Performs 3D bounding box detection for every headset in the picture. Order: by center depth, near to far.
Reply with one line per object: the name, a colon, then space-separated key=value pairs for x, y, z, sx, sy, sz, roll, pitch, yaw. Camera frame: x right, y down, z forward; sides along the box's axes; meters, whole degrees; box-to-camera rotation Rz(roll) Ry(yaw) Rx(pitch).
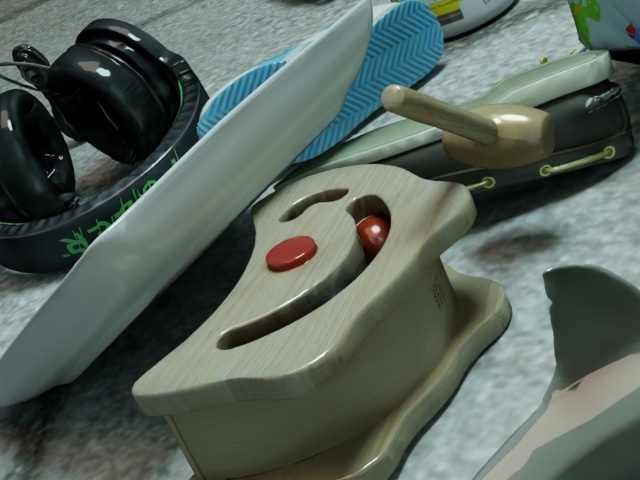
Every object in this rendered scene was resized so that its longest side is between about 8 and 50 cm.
headset: x=-0.230 y=-0.091 z=1.105 sx=0.243 sy=0.185 sz=0.394 roll=-34 pitch=40 yaw=-6

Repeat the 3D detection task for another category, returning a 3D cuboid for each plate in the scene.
plate: x=-0.089 y=-0.010 z=0.749 sx=0.278 sy=0.045 sz=0.277 roll=-48 pitch=3 yaw=-38

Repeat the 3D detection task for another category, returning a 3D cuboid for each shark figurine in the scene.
shark figurine: x=0.091 y=0.074 z=0.423 sx=0.278 sy=0.116 sz=0.166 roll=-30 pitch=23 yaw=-12

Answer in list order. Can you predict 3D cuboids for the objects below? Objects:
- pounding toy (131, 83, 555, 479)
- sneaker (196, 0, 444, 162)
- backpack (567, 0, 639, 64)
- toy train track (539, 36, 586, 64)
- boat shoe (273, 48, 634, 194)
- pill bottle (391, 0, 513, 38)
pounding toy: x=0.000 y=0.000 z=0.607 sx=0.154 sy=0.155 sz=0.269 roll=1 pitch=34 yaw=42
sneaker: x=-0.006 y=-0.128 z=0.971 sx=0.228 sy=0.087 sz=0.092 roll=-29 pitch=16 yaw=-22
backpack: x=0.282 y=-0.214 z=0.653 sx=0.290 sy=0.273 sz=0.355 roll=-28 pitch=-2 yaw=-19
toy train track: x=0.180 y=-0.137 z=0.871 sx=0.083 sy=0.014 sz=0.048 roll=-41 pitch=27 yaw=-29
boat shoe: x=0.081 y=-0.049 z=0.726 sx=0.227 sy=0.069 sz=0.081 roll=-19 pitch=13 yaw=17
pill bottle: x=0.092 y=-0.298 z=1.036 sx=0.117 sy=0.215 sz=0.117 roll=-22 pitch=25 yaw=11
